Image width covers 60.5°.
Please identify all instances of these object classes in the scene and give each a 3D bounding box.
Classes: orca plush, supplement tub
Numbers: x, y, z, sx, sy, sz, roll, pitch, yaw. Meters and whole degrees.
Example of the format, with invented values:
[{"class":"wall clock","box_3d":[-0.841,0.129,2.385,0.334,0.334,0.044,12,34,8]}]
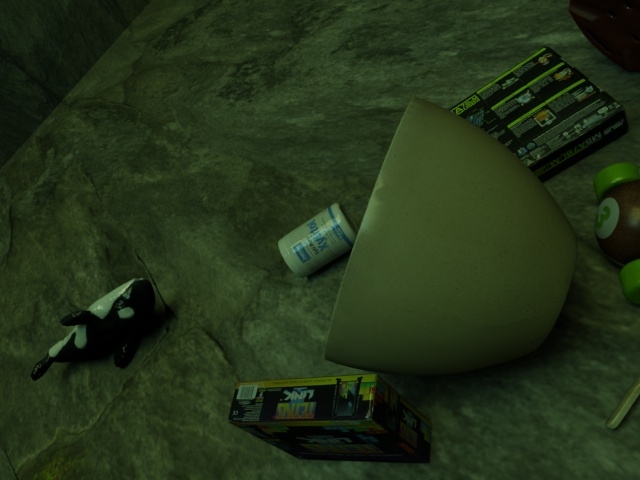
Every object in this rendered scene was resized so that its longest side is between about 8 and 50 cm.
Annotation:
[{"class":"orca plush","box_3d":[-0.377,0.177,0.934,0.287,0.151,0.102,-31,74,10]},{"class":"supplement tub","box_3d":[0.000,0.000,0.803,0.107,0.071,0.071,-33,43,12]}]

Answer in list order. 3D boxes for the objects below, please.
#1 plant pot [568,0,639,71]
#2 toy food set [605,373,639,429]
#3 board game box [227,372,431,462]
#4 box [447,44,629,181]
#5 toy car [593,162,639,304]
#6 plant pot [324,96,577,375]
[{"class":"plant pot","box_3d":[0.441,-0.337,0.609,0.265,0.272,0.272,-45,41,10]},{"class":"toy food set","box_3d":[0.302,0.119,0.419,0.038,0.192,0.132,38,85,12]},{"class":"board game box","box_3d":[0.012,0.193,0.582,0.170,0.141,0.048,-12,49,31]},{"class":"box","box_3d":[0.271,-0.157,0.740,0.190,0.045,0.184,-33,40,13]},{"class":"toy car","box_3d":[0.324,-0.057,0.507,0.148,0.188,0.155,-16,48,27]},{"class":"plant pot","box_3d":[0.140,0.021,0.564,0.190,0.284,0.284,20,66,8]}]
